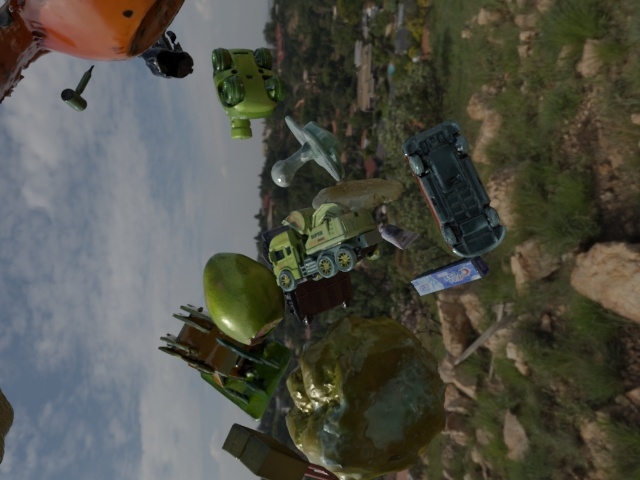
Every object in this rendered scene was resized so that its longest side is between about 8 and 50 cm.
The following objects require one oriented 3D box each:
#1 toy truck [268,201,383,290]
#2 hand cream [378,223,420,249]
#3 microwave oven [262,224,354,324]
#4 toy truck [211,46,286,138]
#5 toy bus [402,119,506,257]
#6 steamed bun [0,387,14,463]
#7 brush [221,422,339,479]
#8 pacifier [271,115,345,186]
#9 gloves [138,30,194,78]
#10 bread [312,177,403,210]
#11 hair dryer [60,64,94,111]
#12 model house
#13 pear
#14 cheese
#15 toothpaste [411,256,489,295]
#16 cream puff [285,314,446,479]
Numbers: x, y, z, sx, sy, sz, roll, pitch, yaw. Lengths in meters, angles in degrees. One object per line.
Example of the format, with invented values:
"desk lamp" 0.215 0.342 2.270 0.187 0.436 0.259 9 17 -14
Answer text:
"toy truck" 0.000 0.000 0.709 0.191 0.085 0.116 -23 85 43
"hand cream" 0.258 -0.019 1.560 0.142 0.084 0.053 27 152 45
"microwave oven" -0.043 0.074 1.260 0.247 0.188 0.178 52 162 52
"toy truck" -0.187 -0.361 1.106 0.210 0.148 0.187 -30 73 65
"toy bus" 0.266 -0.096 0.927 0.120 0.121 0.265 6 -122 -87
"steamed bun" -0.991 0.477 1.167 0.368 0.255 0.342 34 143 57
"brush" -0.048 0.377 0.770 0.103 0.233 0.047 8 64 48
"pacifier" -0.057 -0.292 1.671 0.288 0.269 0.343 48 -176 -39
"gloves" -0.449 -0.517 1.290 0.181 0.129 0.106 39 159 42
"bread" 0.122 -0.153 1.495 0.316 0.316 0.054 -112 11 -72
"hair dryer" -0.731 -0.476 1.408 0.071 0.047 0.150 78 -142 -80
"model house" -0.312 0.342 1.352 0.358 0.313 0.242 20 81 42
"pear" -0.183 0.124 1.067 0.219 0.187 0.187 50 157 19
"cheese" -0.206 -0.198 0.369 0.329 0.129 0.217 -54 18 -11
"toothpaste" 0.395 0.111 1.427 0.066 0.053 0.272 57 146 -1
"cream puff" 0.078 0.339 1.032 0.275 0.378 0.378 -168 77 -65
